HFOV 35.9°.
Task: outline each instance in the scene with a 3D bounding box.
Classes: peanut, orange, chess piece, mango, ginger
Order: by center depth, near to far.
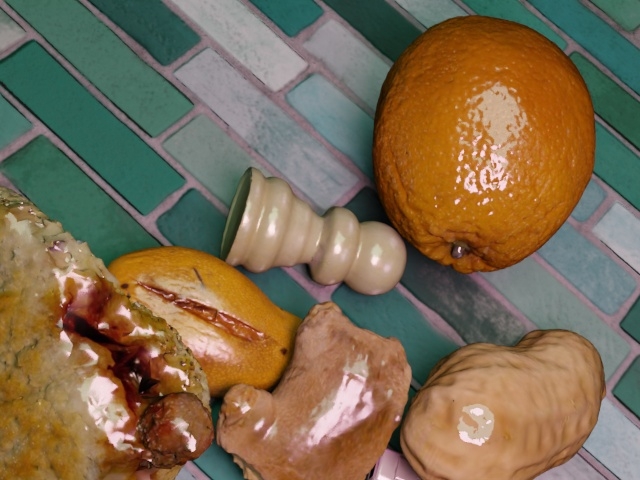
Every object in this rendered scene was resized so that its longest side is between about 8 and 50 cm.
[{"bbox_3d":[-0.014,0.209,1.226,0.221,0.130,0.276,14,81,-11],"label":"ginger"},{"bbox_3d":[0.245,0.213,1.276,0.387,0.170,0.192,-11,33,-45],"label":"peanut"},{"bbox_3d":[-0.149,0.106,1.277,0.294,0.120,0.177,21,63,-4],"label":"mango"},{"bbox_3d":[0.000,0.000,1.370,0.251,0.144,0.144,16,61,-13],"label":"chess piece"},{"bbox_3d":[0.222,-0.132,1.393,0.322,0.322,0.357,20,65,-5],"label":"orange"}]

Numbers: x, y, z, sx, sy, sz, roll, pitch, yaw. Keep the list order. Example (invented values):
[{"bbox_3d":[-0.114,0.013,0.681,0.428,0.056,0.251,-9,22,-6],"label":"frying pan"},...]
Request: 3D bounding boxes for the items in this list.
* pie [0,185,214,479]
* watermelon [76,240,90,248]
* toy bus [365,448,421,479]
[{"bbox_3d":[-0.335,0.157,1.095,0.418,0.395,0.180,45,24,8],"label":"pie"},{"bbox_3d":[-0.339,0.031,1.314,0.061,0.085,0.085,-3,61,16],"label":"watermelon"},{"bbox_3d":[0.118,0.313,1.273,0.122,0.075,0.060,20,61,-5],"label":"toy bus"}]
